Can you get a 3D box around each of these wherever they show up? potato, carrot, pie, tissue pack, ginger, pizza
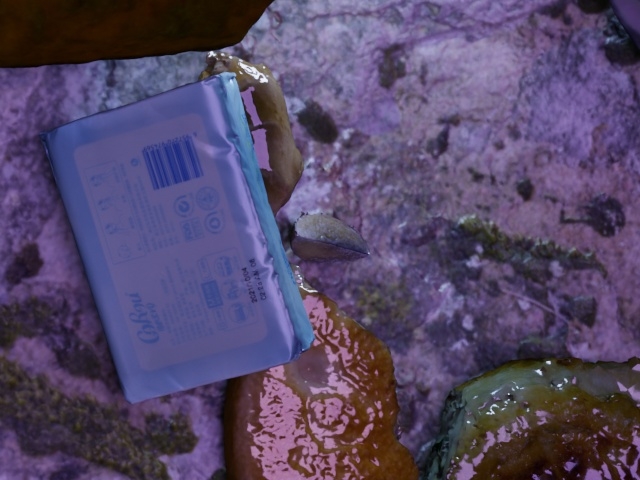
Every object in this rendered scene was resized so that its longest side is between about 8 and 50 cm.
[{"bbox_3d":[-0.001,-0.001,1.790,0.093,0.036,0.037,14,47,-39],"label":"potato"},{"bbox_3d":[-0.186,-0.274,1.604,0.341,0.241,0.241,-9,93,-19],"label":"carrot"},{"bbox_3d":[0.236,0.273,1.843,0.288,0.103,0.354,21,84,-14],"label":"pie"},{"bbox_3d":[-0.126,-0.002,1.681,0.177,0.089,0.263,-16,98,11],"label":"tissue pack"},{"bbox_3d":[-0.069,-0.085,1.742,0.095,0.069,0.190,-8,95,10],"label":"ginger"},{"bbox_3d":[0.000,0.199,1.764,0.182,0.074,0.365,-10,90,-19],"label":"pizza"}]

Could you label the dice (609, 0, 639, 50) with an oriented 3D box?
[{"bbox_3d":[0.462,-0.271,1.831,0.271,0.270,0.270,-47,114,-12],"label":"dice"}]
